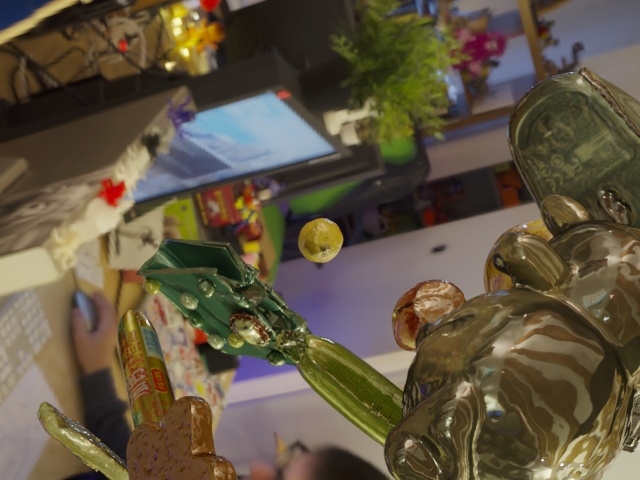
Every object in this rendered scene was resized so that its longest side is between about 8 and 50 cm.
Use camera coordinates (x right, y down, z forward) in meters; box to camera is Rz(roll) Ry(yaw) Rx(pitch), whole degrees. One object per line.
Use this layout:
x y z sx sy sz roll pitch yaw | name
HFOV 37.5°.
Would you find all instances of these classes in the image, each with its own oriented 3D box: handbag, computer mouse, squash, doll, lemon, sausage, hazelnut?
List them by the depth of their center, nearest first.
0.242 0.131 0.804 0.382 0.379 0.252 -50 120 -21 | doll
0.052 0.178 1.074 0.252 0.066 0.066 40 24 -8 | squash
0.372 -0.039 1.142 0.114 0.203 0.373 -5 62 -60 | computer mouse
-0.282 0.211 1.528 0.082 0.082 0.371 66 -6 -32 | sausage
-0.165 0.115 1.602 0.100 0.274 0.268 -53 123 -21 | handbag
0.000 0.000 1.706 0.111 0.082 0.082 -153 -131 -88 | lemon
0.206 0.146 1.784 0.154 0.143 0.143 -52 135 -30 | hazelnut

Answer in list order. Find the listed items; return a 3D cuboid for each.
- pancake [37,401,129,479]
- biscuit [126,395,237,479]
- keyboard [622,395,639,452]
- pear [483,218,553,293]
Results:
-0.355 0.344 1.510 0.037 0.254 0.253 -52 143 -14 | pancake
-0.136 0.269 0.878 0.039 0.180 0.236 22 49 -38 | biscuit
0.429 0.201 1.253 0.013 0.061 0.204 -76 -178 -58 | keyboard
0.469 0.087 1.914 0.281 0.281 0.280 -14 90 -75 | pear
